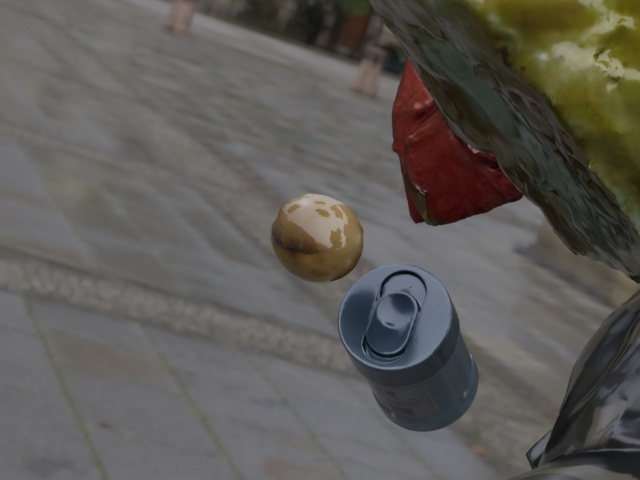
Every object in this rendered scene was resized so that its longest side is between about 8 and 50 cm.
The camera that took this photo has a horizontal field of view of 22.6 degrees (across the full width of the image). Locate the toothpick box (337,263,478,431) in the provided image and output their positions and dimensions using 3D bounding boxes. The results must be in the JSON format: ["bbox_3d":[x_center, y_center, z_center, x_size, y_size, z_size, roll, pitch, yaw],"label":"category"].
[{"bbox_3d":[0.079,0.097,1.409,0.101,0.101,0.153,22,-19,23],"label":"toothpick box"}]

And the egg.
[{"bbox_3d":[0.000,0.000,1.277,0.071,0.071,0.083,13,13,-36],"label":"egg"}]

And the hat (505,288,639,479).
[{"bbox_3d":[0.212,0.114,1.057,0.366,0.257,0.381,-8,-16,44],"label":"hat"}]

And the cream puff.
[{"bbox_3d":[0.195,-0.164,0.958,0.378,0.275,0.378,50,-4,4],"label":"cream puff"}]

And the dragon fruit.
[{"bbox_3d":[0.199,-0.166,1.400,0.205,0.317,0.152,1,-49,48],"label":"dragon fruit"}]
